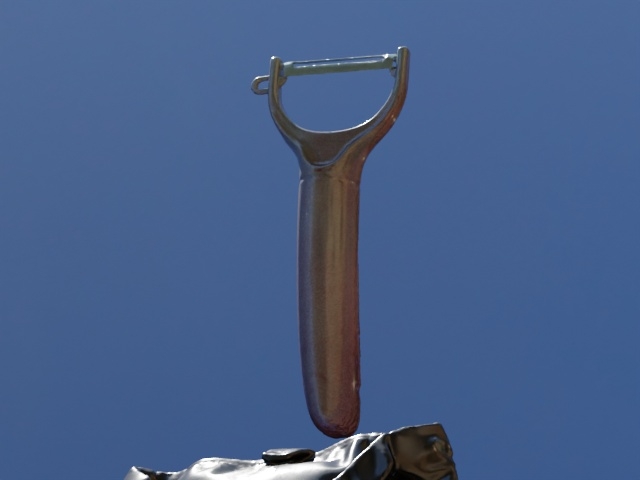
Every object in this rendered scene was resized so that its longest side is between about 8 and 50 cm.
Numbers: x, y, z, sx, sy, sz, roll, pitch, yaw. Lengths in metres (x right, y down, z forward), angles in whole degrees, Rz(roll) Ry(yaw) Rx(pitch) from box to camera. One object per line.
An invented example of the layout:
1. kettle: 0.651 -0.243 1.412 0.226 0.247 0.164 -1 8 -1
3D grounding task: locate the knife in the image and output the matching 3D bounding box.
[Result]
1. knife: -0.001 0.000 1.046 0.053 0.123 0.278 15 -106 -61

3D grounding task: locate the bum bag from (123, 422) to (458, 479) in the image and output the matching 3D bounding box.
1. bum bag: -0.043 0.212 1.132 0.074 0.310 0.137 62 -153 -32
